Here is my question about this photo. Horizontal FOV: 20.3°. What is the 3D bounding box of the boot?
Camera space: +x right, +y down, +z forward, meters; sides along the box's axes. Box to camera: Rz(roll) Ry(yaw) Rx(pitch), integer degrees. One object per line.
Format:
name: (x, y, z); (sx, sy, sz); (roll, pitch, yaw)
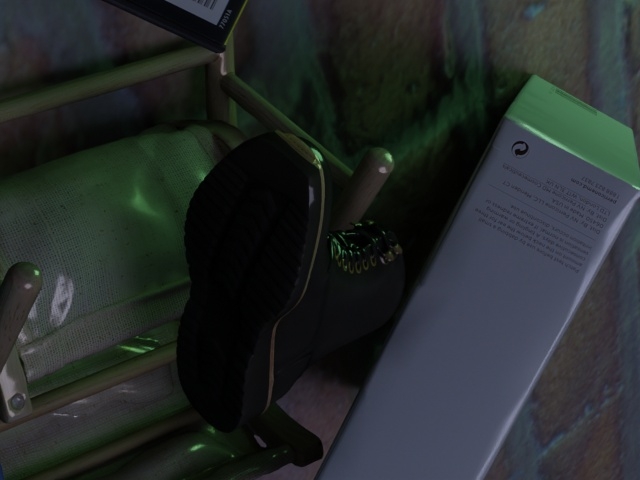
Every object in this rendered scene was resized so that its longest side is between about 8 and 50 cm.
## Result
boot: (0.000, 0.000, 0.935); (0.137, 0.077, 0.198); (-28, 155, -35)

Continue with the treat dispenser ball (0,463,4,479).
treat dispenser ball: (-0.289, 0.141, 0.827); (0.288, 0.288, 0.288); (-28, 137, -30)

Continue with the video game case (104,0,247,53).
video game case: (-0.088, -0.242, 0.825); (0.275, 0.035, 0.248); (20, 99, -49)

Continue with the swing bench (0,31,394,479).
swing bench: (-0.123, 0.042, 1.040); (0.253, 0.165, 0.255); (-20, 138, -37)

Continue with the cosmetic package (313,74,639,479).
cosmetic package: (0.105, 0.046, 1.186); (0.284, 0.097, 0.377); (-61, 176, 12)
